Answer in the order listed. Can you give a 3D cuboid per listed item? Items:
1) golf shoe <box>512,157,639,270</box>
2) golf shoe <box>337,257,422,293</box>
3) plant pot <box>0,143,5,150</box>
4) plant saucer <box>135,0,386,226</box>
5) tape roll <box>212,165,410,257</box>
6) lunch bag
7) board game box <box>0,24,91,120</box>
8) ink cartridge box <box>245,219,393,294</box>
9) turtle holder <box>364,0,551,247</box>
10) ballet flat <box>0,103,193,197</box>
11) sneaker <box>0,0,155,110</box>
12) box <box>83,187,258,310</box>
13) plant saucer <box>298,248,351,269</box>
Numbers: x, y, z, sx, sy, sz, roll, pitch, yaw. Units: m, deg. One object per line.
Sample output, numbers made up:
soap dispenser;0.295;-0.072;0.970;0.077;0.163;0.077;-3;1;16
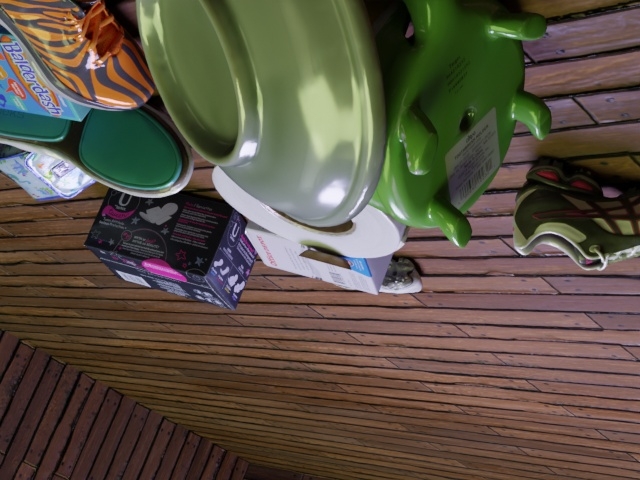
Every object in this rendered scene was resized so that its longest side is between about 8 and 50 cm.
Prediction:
golf shoe;0.371;-0.009;1.478;0.273;0.120;0.105;13;157;18
golf shoe;0.090;0.065;2.031;0.176;0.069;0.086;10;163;31
plant pot;-0.632;-0.185;1.956;0.187;0.167;0.188;4;153;38
plant saucer;-0.088;-0.186;1.167;0.400;0.101;0.400;47;150;37
tape roll;-0.004;-0.082;1.689;0.286;0.100;0.286;19;160;7
lunch bag;-0.456;-0.136;2.025;0.151;0.096;0.129;-8;145;28
board game box;-0.442;-0.253;1.711;0.210;0.047;0.160;10;144;28
ink cartridge box;0.000;0.000;1.917;0.203;0.085;0.148;15;159;19
turtle holder;0.071;-0.159;1.213;0.227;0.243;0.320;27;180;33
ballet flat;-0.340;-0.160;1.823;0.400;0.139;0.139;17;160;23
sneaker;-0.290;-0.267;1.461;0.180;0.124;0.321;2;153;45
box;-0.255;0.006;2.110;0.247;0.142;0.163;14;160;22
plant saucer;0.008;0.027;1.807;0.083;0.015;0.083;15;179;0
